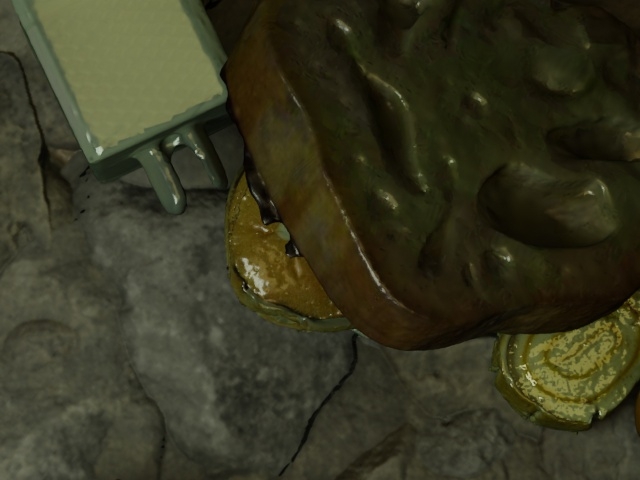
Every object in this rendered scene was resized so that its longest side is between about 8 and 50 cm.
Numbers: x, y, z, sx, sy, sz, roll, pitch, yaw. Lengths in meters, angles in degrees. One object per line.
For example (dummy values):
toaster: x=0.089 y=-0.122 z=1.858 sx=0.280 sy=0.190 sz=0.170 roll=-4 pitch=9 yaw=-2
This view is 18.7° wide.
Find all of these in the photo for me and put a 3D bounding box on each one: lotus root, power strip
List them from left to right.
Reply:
power strip: x=-0.145 y=-0.127 z=1.586 sx=0.139 sy=0.140 sz=0.224 roll=-25 pitch=87 yaw=-7
lotus root: x=0.109 y=-0.077 z=1.531 sx=0.390 sy=0.111 sz=0.375 roll=29 pitch=58 yaw=-11

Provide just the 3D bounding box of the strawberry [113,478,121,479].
strawberry: x=-0.173 y=0.335 z=1.431 sx=0.292 sy=0.343 sz=0.292 roll=-2 pitch=101 yaw=-10

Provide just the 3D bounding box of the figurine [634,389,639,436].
figurine: x=0.363 y=0.093 z=1.568 sx=0.215 sy=0.215 sz=0.228 roll=17 pitch=94 yaw=-2

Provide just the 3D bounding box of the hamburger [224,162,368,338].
hamburger: x=0.000 y=0.000 z=1.601 sx=0.177 sy=0.113 sz=0.185 roll=-28 pitch=94 yaw=-12

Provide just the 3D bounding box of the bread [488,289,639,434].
bread: x=0.216 y=0.085 z=1.622 sx=0.156 sy=0.064 sz=0.117 roll=-43 pitch=91 yaw=-9
